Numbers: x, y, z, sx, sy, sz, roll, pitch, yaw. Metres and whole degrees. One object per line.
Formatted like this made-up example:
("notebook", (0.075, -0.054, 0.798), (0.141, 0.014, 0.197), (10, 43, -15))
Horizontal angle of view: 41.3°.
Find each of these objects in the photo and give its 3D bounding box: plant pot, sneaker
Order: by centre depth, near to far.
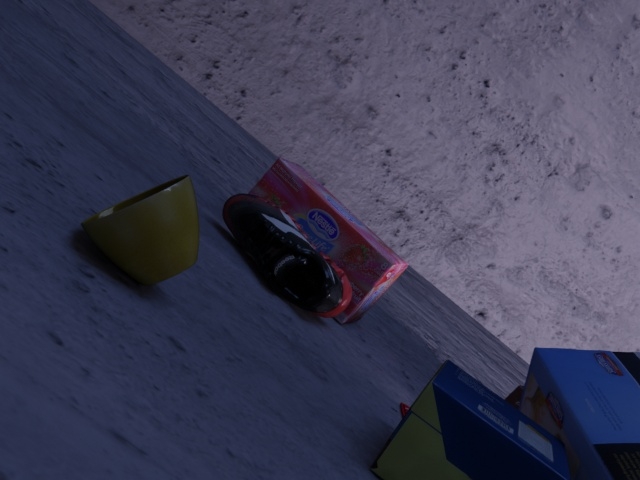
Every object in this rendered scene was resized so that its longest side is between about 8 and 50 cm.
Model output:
("plant pot", (-0.192, -0.005, 0.976), (0.134, 0.134, 0.095), (-93, 159, -78))
("sneaker", (-0.065, 0.018, 1.410), (0.276, 0.098, 0.135), (44, 7, 12))

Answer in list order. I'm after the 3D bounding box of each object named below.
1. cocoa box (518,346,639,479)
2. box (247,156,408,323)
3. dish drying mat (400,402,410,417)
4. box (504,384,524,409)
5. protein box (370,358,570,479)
("cocoa box", (0.436, 0.339, 1.212), (0.227, 0.232, 0.347), (4, 24, -7))
("box", (0.000, 0.000, 1.599), (0.300, 0.154, 0.142), (44, 9, 13))
("dish drying mat", (0.140, 0.278, 1.321), (0.032, 0.008, 0.083), (41, 9, -8))
("box", (0.443, 0.392, 1.631), (0.191, 0.143, 0.381), (46, 12, 25))
("protein box", (0.196, 0.275, 1.089), (0.199, 0.136, 0.201), (36, 8, 11))
